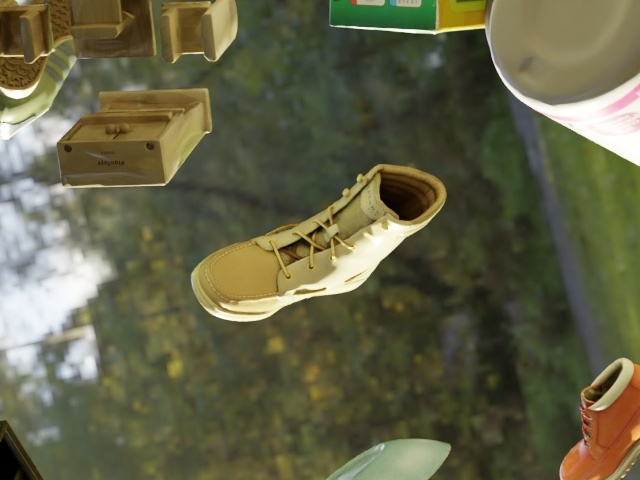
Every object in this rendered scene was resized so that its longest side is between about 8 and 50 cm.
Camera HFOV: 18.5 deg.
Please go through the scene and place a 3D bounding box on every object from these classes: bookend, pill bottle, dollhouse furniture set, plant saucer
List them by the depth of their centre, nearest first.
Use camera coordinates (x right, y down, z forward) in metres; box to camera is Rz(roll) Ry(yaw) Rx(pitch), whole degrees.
[{"bbox_3d":[0.273,-0.133,1.510,0.283,0.160,0.160,21,-134,-46],"label":"pill bottle"},{"bbox_3d":[0.026,0.224,1.717,0.037,0.195,0.195,54,-178,-3],"label":"plant saucer"},{"bbox_3d":[-0.179,-0.189,1.771,0.161,0.212,0.242,-63,-29,-67],"label":"dollhouse furniture set"},{"bbox_3d":[-0.389,0.322,2.301,0.157,0.072,0.156,-72,-35,-48],"label":"bookend"}]

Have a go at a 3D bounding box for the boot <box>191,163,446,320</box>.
[{"bbox_3d":[0.000,0.000,2.199,0.203,0.262,0.095,-41,66,46],"label":"boot"}]

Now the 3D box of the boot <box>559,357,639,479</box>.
[{"bbox_3d":[0.251,0.164,1.746,0.158,0.084,0.059,-50,26,31],"label":"boot"}]

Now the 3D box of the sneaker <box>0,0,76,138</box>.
[{"bbox_3d":[-0.278,-0.171,1.916,0.192,0.064,0.086,-61,-4,-50],"label":"sneaker"}]

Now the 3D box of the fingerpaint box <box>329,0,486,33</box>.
[{"bbox_3d":[0.171,-0.484,2.370,0.371,0.163,0.445,-15,-72,-54],"label":"fingerpaint box"}]

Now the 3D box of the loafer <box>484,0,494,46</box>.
[{"bbox_3d":[0.304,-0.325,2.206,0.130,0.133,0.366,50,134,28],"label":"loafer"}]
